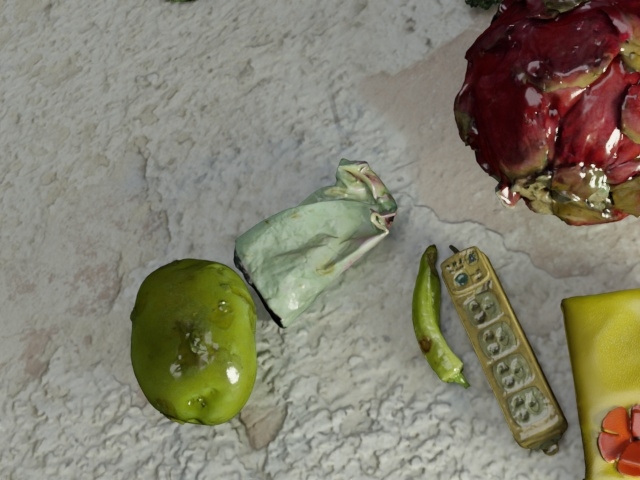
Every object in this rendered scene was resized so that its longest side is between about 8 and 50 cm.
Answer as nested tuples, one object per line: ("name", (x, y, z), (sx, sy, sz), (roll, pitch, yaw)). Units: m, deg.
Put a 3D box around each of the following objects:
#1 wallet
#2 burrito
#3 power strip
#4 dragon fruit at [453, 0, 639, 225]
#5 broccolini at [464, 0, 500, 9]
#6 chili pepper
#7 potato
("wallet", (0.351, 0.167, 1.204), (0.141, 0.067, 0.241), (-12, 60, 19))
("burrito", (0.000, 0.000, 1.453), (0.229, 0.089, 0.144), (-37, 69, 7))
("power strip", (0.216, 0.121, 1.307), (0.064, 0.044, 0.305), (-29, 56, 12))
("dragon fruit", (0.321, -0.172, 1.245), (0.329, 0.329, 0.329), (-11, 61, 21))
("broccolini", (0.376, -0.426, 1.503), (0.392, 0.074, 0.079), (-21, 16, 14))
("chili pepper", (0.140, 0.096, 1.360), (0.049, 0.043, 0.208), (-29, 54, 26))
("potato", (-0.168, 0.128, 1.423), (0.186, 0.148, 0.253), (-55, 44, 21))
